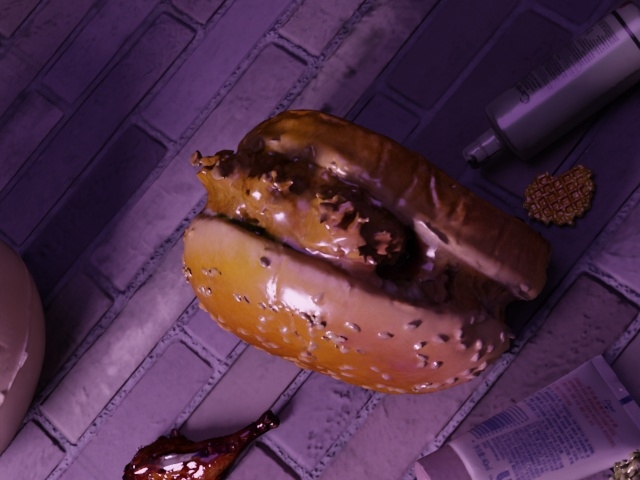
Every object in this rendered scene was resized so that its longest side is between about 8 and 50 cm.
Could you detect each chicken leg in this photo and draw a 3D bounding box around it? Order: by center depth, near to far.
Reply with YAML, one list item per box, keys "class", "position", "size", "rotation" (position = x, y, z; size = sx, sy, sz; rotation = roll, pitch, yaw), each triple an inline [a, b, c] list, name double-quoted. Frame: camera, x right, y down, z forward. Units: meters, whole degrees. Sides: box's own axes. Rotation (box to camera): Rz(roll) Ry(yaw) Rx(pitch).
- class: "chicken leg"
  position: [-0.145, 0.255, 1.979]
  size: [0.205, 0.053, 0.093]
  rotation: [-9, 46, 21]

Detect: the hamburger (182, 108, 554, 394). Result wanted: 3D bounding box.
- class: "hamburger"
  position: [0.000, 0.000, 1.889]
  size: [0.445, 0.287, 0.268]
  rotation: [21, 78, 38]

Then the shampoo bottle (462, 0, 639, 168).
- class: "shampoo bottle"
  position: [0.277, -0.169, 1.946]
  size: [0.262, 0.085, 0.085]
  rotation: [-36, 53, 9]

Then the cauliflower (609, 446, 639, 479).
- class: "cauliflower"
  position: [0.325, 0.340, 1.569]
  size: [0.260, 0.281, 0.327]
  rotation: [40, 54, 0]

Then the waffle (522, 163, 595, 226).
- class: "waffle"
  position: [0.274, -0.052, 1.926]
  size: [0.085, 0.016, 0.078]
  rotation: [0, 64, 30]

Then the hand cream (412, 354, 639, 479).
- class: "hand cream"
  position: [0.222, 0.215, 1.763]
  size: [0.248, 0.083, 0.133]
  rotation: [-22, 54, -9]

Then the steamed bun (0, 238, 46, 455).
- class: "steamed bun"
  position: [-0.508, 0.149, 2.077]
  size: [0.334, 0.334, 0.373]
  rotation: [9, 64, 33]
